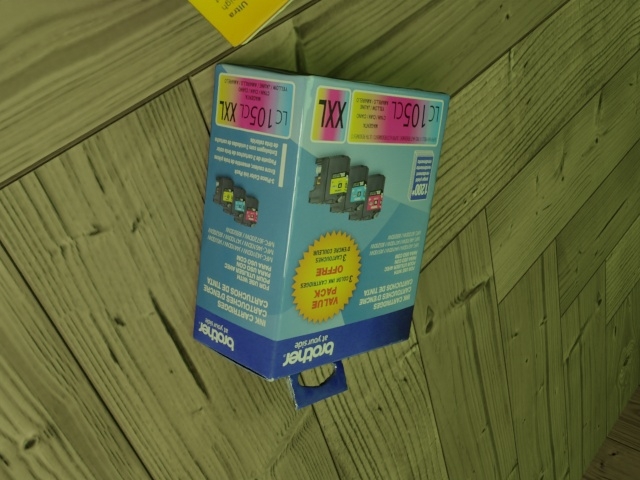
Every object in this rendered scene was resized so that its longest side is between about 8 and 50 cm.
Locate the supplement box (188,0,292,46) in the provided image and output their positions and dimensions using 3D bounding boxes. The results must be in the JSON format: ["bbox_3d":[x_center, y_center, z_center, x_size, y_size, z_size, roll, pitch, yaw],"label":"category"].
[{"bbox_3d":[-0.125,-0.352,0.484,0.195,0.194,0.356,-39,140,11],"label":"supplement box"}]

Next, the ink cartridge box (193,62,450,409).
[{"bbox_3d":[0.000,0.000,0.846,0.270,0.151,0.395,-7,111,-47],"label":"ink cartridge box"}]
